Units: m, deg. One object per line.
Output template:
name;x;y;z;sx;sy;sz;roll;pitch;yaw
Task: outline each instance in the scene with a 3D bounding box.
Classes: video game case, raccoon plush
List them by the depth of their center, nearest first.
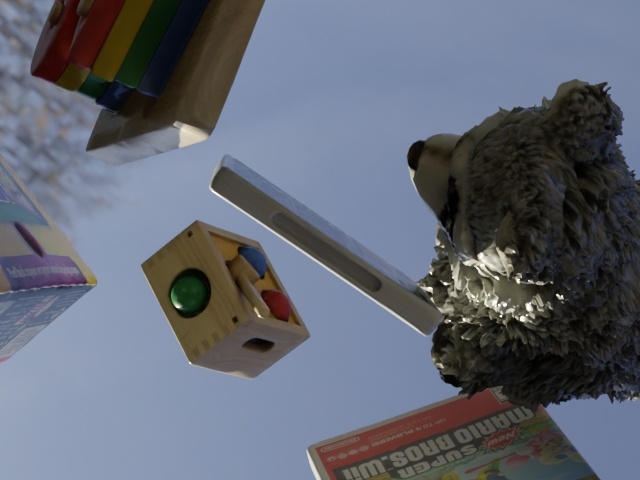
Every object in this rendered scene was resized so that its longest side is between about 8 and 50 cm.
video game case;0.000;0.000;1.400;0.023;0.183;0.201;-55;-176;3
raccoon plush;0.274;0.011;1.502;0.299;0.446;0.216;125;-29;-71
video game case;0.111;0.202;1.585;0.204;0.025;0.285;-18;-160;-5

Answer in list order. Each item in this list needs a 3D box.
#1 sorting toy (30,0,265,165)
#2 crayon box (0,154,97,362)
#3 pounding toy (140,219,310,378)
sorting toy;-0.095;-0.187;1.207;0.255;0.089;0.257;-69;-163;-8
crayon box;-0.304;-0.062;1.235;0.106;0.313;0.363;-39;178;2
pounding toy;-0.077;0.051;1.702;0.100;0.141;0.130;-38;-116;17
